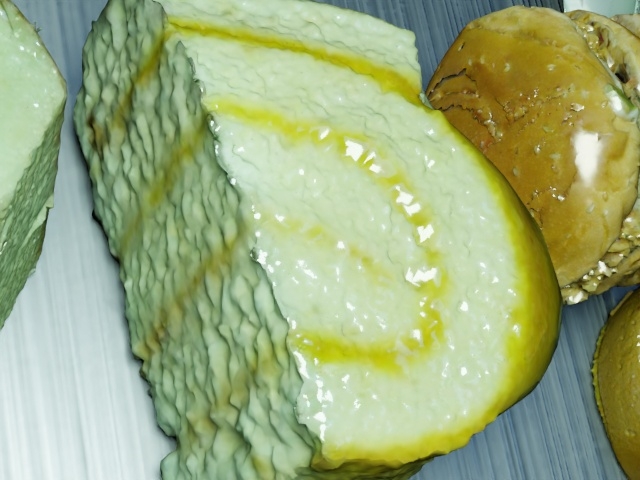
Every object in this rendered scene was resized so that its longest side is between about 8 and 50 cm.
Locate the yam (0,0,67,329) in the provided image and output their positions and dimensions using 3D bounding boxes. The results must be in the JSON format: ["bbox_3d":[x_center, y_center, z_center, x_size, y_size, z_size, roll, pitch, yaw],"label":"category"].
[{"bbox_3d":[-0.272,-0.030,0.857,0.201,0.271,0.202,29,57,-8],"label":"yam"}]

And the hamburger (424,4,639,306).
[{"bbox_3d":[0.201,-0.057,1.087,0.211,0.245,0.260,1,109,-32],"label":"hamburger"}]

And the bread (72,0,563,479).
[{"bbox_3d":[0.001,-0.008,0.979,0.264,0.239,0.395,-8,69,-27],"label":"bread"}]

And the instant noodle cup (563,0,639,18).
[{"bbox_3d":[0.318,-0.236,1.226,0.153,0.205,0.205,-3,69,-14],"label":"instant noodle cup"}]

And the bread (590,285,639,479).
[{"bbox_3d":[0.340,0.126,1.145,0.236,0.070,0.236,8,66,-19],"label":"bread"}]
